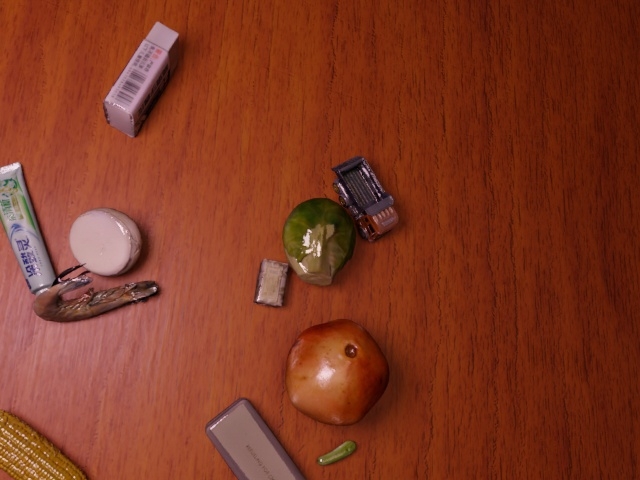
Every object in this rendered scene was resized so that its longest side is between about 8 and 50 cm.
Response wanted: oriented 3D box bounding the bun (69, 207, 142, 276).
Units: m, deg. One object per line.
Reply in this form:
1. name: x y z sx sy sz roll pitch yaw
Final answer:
1. bun: -0.409 -0.002 0.997 0.139 0.094 0.138 2 103 8

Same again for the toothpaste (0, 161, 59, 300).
1. toothpaste: -0.568 -0.010 0.976 0.075 0.048 0.296 -23 81 -15

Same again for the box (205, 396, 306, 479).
1. box: -0.119 0.434 0.996 0.103 0.055 0.243 -36 90 -20

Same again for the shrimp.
1. shrimp: -0.414 0.093 0.948 0.220 0.152 0.046 -12 58 -26

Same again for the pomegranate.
1. pomegranate: 0.035 0.257 1.006 0.209 0.209 0.208 4 77 -15

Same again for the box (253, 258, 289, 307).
1. box: -0.104 0.092 1.084 0.062 0.045 0.098 14 75 -13

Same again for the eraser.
1. eraser: -0.369 -0.334 1.063 0.068 0.124 0.210 27 71 -8

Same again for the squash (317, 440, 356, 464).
1. squash: 0.034 0.444 1.055 0.089 0.027 0.027 -23 85 -18

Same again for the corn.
1. corn: -0.509 0.378 0.886 0.238 0.080 0.080 41 70 -7

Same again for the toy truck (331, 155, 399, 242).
1. toy truck: 0.102 -0.096 1.161 0.083 0.092 0.192 -29 87 -21

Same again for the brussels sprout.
1. brussels sprout: -0.005 0.000 1.085 0.161 0.144 0.180 52 45 -44
